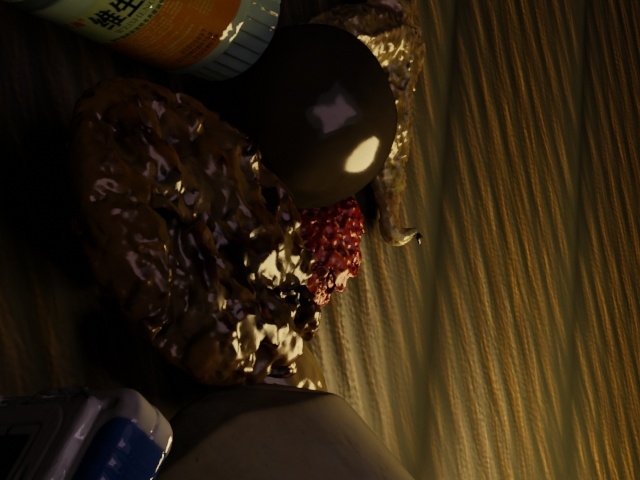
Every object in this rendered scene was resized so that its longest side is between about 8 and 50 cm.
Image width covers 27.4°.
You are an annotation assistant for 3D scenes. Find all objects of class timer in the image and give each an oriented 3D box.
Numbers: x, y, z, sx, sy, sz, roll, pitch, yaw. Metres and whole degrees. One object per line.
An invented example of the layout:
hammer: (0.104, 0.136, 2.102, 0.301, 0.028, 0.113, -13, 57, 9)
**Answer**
timer: (-0.243, 0.190, 0.974, 0.078, 0.254, 0.178, 52, 44, -33)

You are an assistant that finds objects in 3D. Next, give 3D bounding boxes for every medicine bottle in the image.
medicine bottle: (-0.185, -0.259, 1.225, 0.318, 0.158, 0.158, 18, 69, -51)

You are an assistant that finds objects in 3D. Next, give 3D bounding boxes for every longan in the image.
longan: (-0.013, -0.133, 1.397, 0.220, 0.197, 0.196, 25, 62, -69)

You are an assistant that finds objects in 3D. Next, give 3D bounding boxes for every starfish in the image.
starfish: (0.049, -0.243, 1.609, 0.324, 0.083, 0.431, 34, 59, -49)

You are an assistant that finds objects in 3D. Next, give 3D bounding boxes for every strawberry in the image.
strawberry: (0.000, 0.000, 1.487, 0.188, 0.082, 0.121, -48, 118, -43)

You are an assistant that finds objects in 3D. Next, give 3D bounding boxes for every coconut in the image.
coconut: (-0.038, 0.291, 1.162, 0.323, 0.323, 0.322, 15, 71, -51)

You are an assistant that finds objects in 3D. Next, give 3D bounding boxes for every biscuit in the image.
biscuit: (-0.097, -0.010, 1.177, 0.334, 0.081, 0.289, 24, 46, -56)

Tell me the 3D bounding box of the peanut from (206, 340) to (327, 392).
peanut: (-0.057, 0.144, 1.345, 0.159, 0.109, 0.140, 66, 26, -19)

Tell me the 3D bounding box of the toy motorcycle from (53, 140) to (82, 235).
toy motorcycle: (-0.166, -0.024, 1.262, 0.221, 0.102, 0.150, 52, 24, -37)
